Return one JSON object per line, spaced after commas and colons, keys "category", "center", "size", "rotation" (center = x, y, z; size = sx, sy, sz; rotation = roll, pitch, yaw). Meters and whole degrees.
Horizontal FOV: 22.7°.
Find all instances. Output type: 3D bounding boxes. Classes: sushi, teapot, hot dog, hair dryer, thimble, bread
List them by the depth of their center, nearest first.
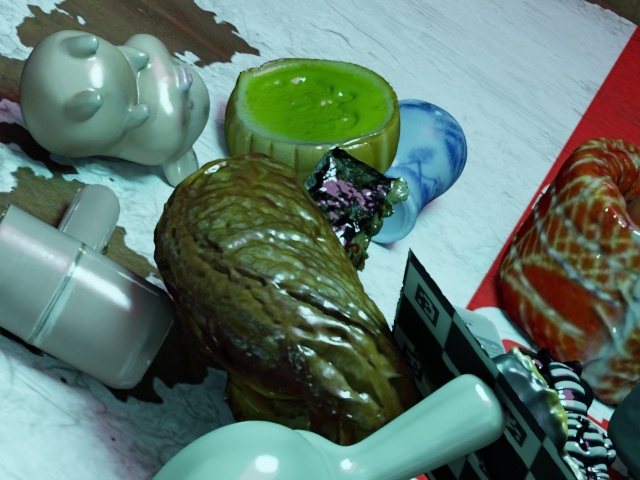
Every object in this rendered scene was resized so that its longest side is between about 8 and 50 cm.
{"category": "teapot", "center": [-0.019, 0.205, 1.237], "size": [0.149, 0.318, 0.220], "rotation": [37, 4, 34]}
{"category": "sushi", "center": [0.179, 0.200, 1.405], "size": [0.064, 0.359, 0.343], "rotation": [-28, 67, -17]}
{"category": "hot dog", "center": [-0.037, 0.077, 1.475], "size": [0.267, 0.174, 0.387], "rotation": [63, -1, -32]}
{"category": "hair dryer", "center": [-0.226, 0.010, 1.587], "size": [0.189, 0.107, 0.344], "rotation": [29, 21, -9]}
{"category": "sushi", "center": [0.000, 0.000, 1.811], "size": [0.115, 0.147, 0.212], "rotation": [38, 44, -4]}
{"category": "bread", "center": [-0.011, -0.151, 2.007], "size": [0.236, 0.070, 0.236], "rotation": [0, 36, 0]}
{"category": "thimble", "center": [0.416, 0.044, 2.078], "size": [0.350, 0.230, 0.350], "rotation": [25, 26, -13]}

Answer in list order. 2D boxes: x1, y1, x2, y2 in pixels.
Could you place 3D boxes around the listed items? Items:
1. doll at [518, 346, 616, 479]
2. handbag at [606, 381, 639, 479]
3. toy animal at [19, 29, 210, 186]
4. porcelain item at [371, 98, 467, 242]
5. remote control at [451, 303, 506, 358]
{"category": "doll", "center": [0.282, 0.207, 1.836], "size": [0.091, 0.067, 0.219], "rotation": [10, 39, -17]}
{"category": "handbag", "center": [0.453, 0.260, 1.815], "size": [0.181, 0.181, 0.254], "rotation": [9, 34, -52]}
{"category": "toy animal", "center": [-0.227, -0.153, 1.785], "size": [0.250, 0.154, 0.166], "rotation": [11, 76, -52]}
{"category": "porcelain item", "center": [0.110, -0.096, 2.091], "size": [0.141, 0.141, 0.259], "rotation": [33, 36, -1]}
{"category": "remote control", "center": [0.182, 0.162, 1.836], "size": [0.103, 0.034, 0.250], "rotation": [21, 30, -23]}
